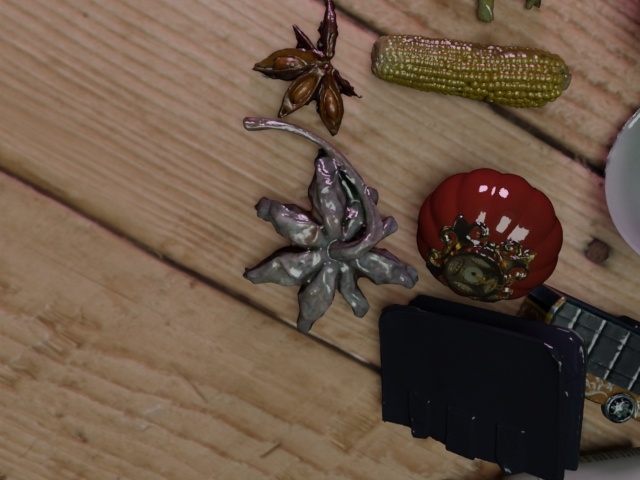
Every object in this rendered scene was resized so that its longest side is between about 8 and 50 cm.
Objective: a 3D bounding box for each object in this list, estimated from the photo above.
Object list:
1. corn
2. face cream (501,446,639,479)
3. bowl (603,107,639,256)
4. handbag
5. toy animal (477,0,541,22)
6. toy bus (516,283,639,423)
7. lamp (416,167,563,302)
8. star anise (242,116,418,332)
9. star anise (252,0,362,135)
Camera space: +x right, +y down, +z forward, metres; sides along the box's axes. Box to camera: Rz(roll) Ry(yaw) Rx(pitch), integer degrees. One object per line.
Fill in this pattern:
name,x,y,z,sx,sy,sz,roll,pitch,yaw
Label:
corn,0.239,-0.269,1.167,0.320,0.097,0.096,8,101,-3
face cream,0.406,0.460,1.293,0.370,0.145,0.145,-9,102,-2
bowl,0.643,-0.081,1.168,0.345,0.345,0.157,-52,143,7
handbag,0.251,0.240,1.179,0.118,0.326,0.268,-16,111,-45
toy animal,0.263,-0.436,1.142,0.101,0.103,0.218,-42,97,-19
toy bus,0.465,0.195,1.251,0.275,0.138,0.167,25,97,-6
lamp,0.264,-0.011,1.163,0.227,0.227,0.226,-1,101,-4
star anise,0.000,0.000,1.180,0.360,0.139,0.315,20,93,-8
star anise,-0.024,-0.262,1.168,0.157,0.053,0.212,-16,103,-1
